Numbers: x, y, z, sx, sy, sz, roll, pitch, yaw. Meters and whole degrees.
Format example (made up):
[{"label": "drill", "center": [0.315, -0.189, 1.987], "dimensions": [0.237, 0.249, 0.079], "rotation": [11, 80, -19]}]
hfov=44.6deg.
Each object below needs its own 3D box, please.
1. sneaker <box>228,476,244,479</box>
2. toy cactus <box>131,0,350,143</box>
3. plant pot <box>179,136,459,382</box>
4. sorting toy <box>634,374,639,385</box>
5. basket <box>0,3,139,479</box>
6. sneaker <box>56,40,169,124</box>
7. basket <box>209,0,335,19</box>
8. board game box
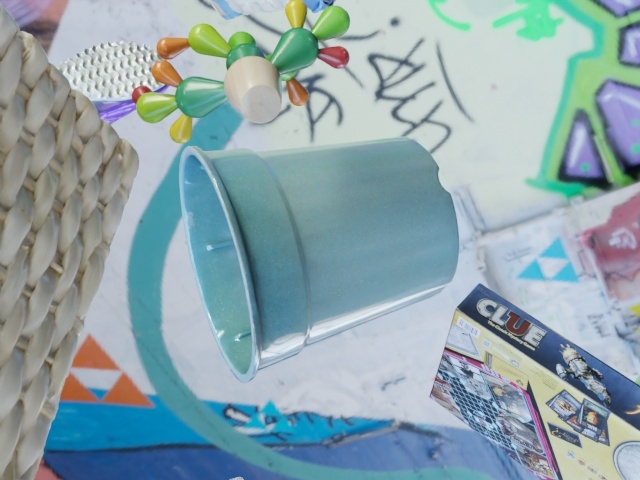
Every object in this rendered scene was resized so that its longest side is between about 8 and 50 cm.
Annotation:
[{"label": "sneaker", "center": [-0.090, 0.334, 0.799], "dimensions": [0.094, 0.235, 0.153], "rotation": [-11, -98, -27]}, {"label": "toy cactus", "center": [-0.067, -0.142, 0.708], "dimensions": [0.180, 0.219, 0.112], "rotation": [-112, 8, -60]}, {"label": "plant pot", "center": [0.000, 0.000, 1.153], "dimensions": [0.341, 0.334, 0.341], "rotation": [167, 90, -71]}, {"label": "sorting toy", "center": [0.467, 0.313, 1.027], "dimensions": [0.047, 0.196, 0.347], "rotation": [114, 138, -57]}, {"label": "basket", "center": [-0.340, -0.014, 0.530], "dimensions": [0.328, 0.266, 0.331], "rotation": [54, -143, -48]}, {"label": "sneaker", "center": [-0.371, -0.207, 1.215], "dimensions": [0.102, 0.293, 0.146], "rotation": [60, 160, 13]}, {"label": "basket", "center": [-0.031, -0.372, 0.817], "dimensions": [0.255, 0.289, 0.201], "rotation": [45, -132, -51]}, {"label": "board game box", "center": [0.220, 0.163, 0.716], "dimensions": [0.243, 0.042, 0.165], "rotation": [35, 146, 23]}]
